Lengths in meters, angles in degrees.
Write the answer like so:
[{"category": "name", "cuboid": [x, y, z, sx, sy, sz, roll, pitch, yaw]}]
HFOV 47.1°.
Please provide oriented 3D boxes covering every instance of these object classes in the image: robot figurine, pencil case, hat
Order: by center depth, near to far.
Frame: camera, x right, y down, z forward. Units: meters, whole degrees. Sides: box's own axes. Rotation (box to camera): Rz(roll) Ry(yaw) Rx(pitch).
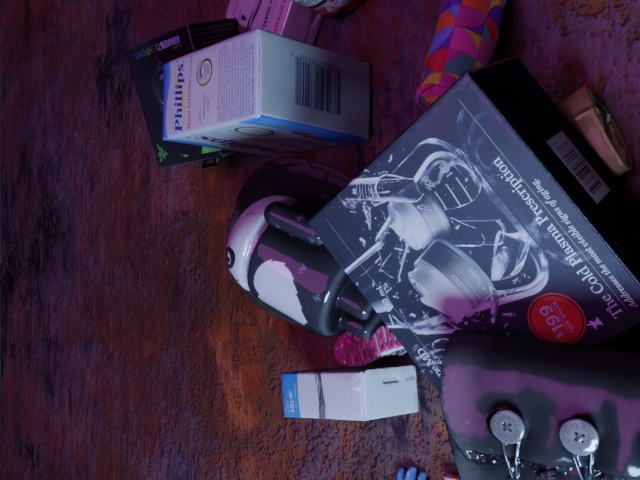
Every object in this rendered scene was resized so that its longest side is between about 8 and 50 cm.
[{"category": "pencil case", "cuboid": [0.209, -0.283, 1.077, 0.104, 0.104, 0.236, -5, 61, 46]}, {"category": "robot figurine", "cuboid": [-0.018, 0.042, 1.141, 0.278, 0.173, 0.209, 28, 113, 24]}, {"category": "hat", "cuboid": [0.000, 0.000, 1.305, 0.331, 0.134, 0.331, 8, 105, 31]}]

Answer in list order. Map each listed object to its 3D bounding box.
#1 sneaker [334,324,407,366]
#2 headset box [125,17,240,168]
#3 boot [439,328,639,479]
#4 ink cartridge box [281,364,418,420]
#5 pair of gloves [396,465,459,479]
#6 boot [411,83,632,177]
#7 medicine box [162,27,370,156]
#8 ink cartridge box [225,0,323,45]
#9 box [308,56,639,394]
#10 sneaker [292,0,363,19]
[{"category": "sneaker", "cuboid": [0.103, 0.172, 1.223, 0.170, 0.074, 0.063, -24, 66, 31]}, {"category": "headset box", "cuboid": [-0.261, -0.294, 1.550, 0.246, 0.131, 0.283, -1, 107, 46]}, {"category": "boot", "cuboid": [0.333, 0.126, 0.750, 0.445, 0.146, 0.367, -2, 91, 45]}, {"category": "ink cartridge box", "cuboid": [0.048, 0.254, 1.233, 0.190, 0.139, 0.082, -10, 79, 46]}, {"category": "pair of gloves", "cuboid": [0.187, 0.444, 1.162, 0.198, 0.023, 0.159, -11, 81, 47]}, {"category": "boot", "cuboid": [0.278, -0.138, 1.062, 0.269, 0.089, 0.236, -34, 70, 38]}, {"category": "medicine box", "cuboid": [-0.100, -0.252, 1.328, 0.289, 0.263, 0.149, -3, 85, 47]}, {"category": "ink cartridge box", "cuboid": [-0.085, -0.478, 1.455, 0.203, 0.086, 0.148, 37, 114, 42]}, {"category": "box", "cuboid": [0.218, 0.000, 0.960, 0.343, 0.179, 0.312, 52, 128, 6]}, {"category": "sneaker", "cuboid": [0.055, -0.487, 1.266, 0.270, 0.145, 0.090, -30, 67, 41]}]
